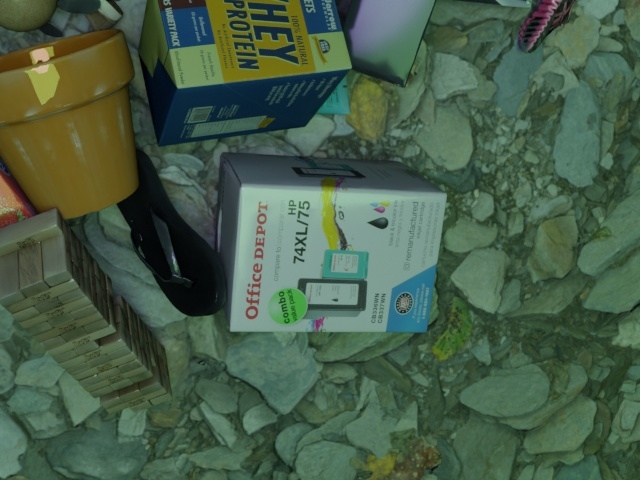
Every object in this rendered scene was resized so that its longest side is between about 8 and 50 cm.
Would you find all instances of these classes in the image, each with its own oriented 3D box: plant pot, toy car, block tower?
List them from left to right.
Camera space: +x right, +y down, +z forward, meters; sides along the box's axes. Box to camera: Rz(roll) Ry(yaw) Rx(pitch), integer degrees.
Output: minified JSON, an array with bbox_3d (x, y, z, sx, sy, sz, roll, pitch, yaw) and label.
[{"bbox_3d":[-0.358,-0.306,0.990,0.188,0.155,0.149,25,56,-44],"label":"toy car"},{"bbox_3d":[-0.309,-0.135,1.022,0.205,0.205,0.188,-18,113,-9],"label":"plant pot"},{"bbox_3d":[-0.296,0.107,1.081,0.090,0.097,0.335,-21,139,1],"label":"block tower"}]

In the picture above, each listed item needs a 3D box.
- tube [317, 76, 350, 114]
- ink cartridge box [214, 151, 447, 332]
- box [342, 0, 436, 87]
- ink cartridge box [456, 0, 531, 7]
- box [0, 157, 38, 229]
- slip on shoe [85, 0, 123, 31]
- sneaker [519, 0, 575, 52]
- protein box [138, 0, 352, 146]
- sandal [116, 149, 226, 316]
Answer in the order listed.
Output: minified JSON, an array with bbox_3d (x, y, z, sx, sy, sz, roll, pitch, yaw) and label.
[{"bbox_3d":[-0.059,-0.201,1.153,0.207,0.052,0.080,-9,105,-15],"label":"tube"},{"bbox_3d":[0.000,0.000,1.150,0.269,0.197,0.198,1,107,-15],"label":"ink cartridge box"},{"bbox_3d":[0.102,-0.339,1.055,0.103,0.184,0.261,19,108,0],"label":"box"},{"bbox_3d":[0.202,-0.431,1.150,0.208,0.045,0.207,1,107,-14],"label":"ink cartridge box"},{"bbox_3d":[-0.453,-0.078,1.043,0.128,0.122,0.257,-33,113,-4],"label":"box"},{"bbox_3d":[-0.305,-0.319,1.049,0.041,0.051,0.135,-37,119,11],"label":"slip on shoe"},{"bbox_3d":[0.336,-0.320,1.226,0.057,0.047,0.119,25,101,-32],"label":"sneaker"},{"bbox_3d":[-0.099,-0.218,1.014,0.201,0.200,0.136,-11,81,-19],"label":"protein box"},{"bbox_3d":[-0.214,-0.003,1.098,0.097,0.054,0.255,-44,74,31],"label":"sandal"}]
